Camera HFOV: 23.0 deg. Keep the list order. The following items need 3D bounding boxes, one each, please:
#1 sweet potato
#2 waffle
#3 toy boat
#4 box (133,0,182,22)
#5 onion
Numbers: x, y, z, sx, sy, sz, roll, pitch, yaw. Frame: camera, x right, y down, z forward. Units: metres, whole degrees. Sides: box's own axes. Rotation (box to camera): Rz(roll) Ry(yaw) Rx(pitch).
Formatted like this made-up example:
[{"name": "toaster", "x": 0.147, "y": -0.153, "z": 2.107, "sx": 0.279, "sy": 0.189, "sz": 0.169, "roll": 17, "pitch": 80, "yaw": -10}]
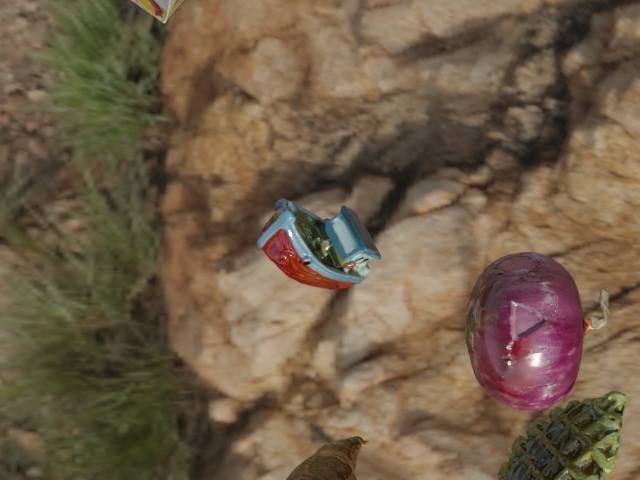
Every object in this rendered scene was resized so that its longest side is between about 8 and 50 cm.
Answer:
[{"name": "sweet potato", "x": -0.003, "y": 0.231, "z": 1.382, "sx": 0.072, "sy": 0.314, "sz": 0.066, "roll": 46, "pitch": 109, "yaw": 7}, {"name": "waffle", "x": 0.266, "y": 0.273, "z": 1.825, "sx": 0.054, "sy": 0.214, "sz": 0.208, "roll": 38, "pitch": 139, "yaw": -13}, {"name": "toy boat", "x": 0.000, "y": 0.000, "z": 1.350, "sx": 0.059, "sy": 0.173, "sz": 0.069, "roll": -34, "pitch": 67, "yaw": 17}, {"name": "box", "x": -0.111, "y": -0.228, "z": 1.176, "sx": 0.041, "sy": 0.207, "sz": 0.050, "roll": 37, "pitch": 73, "yaw": 1}, {"name": "onion", "x": 0.232, "y": 0.102, "z": 1.747, "sx": 0.153, "sy": 0.177, "sz": 0.177, "roll": 23, "pitch": 97, "yaw": 5}]
